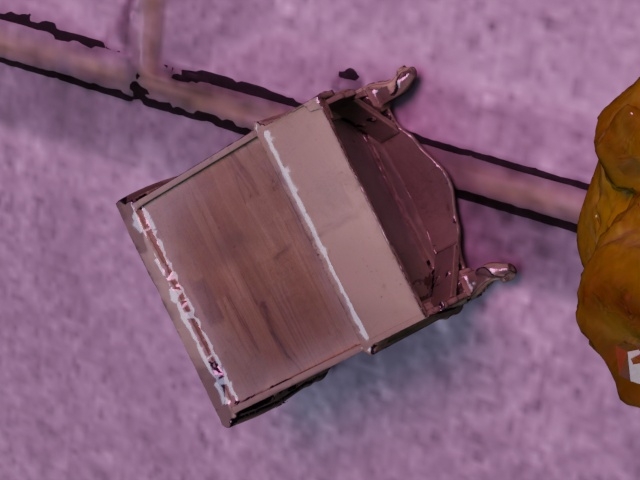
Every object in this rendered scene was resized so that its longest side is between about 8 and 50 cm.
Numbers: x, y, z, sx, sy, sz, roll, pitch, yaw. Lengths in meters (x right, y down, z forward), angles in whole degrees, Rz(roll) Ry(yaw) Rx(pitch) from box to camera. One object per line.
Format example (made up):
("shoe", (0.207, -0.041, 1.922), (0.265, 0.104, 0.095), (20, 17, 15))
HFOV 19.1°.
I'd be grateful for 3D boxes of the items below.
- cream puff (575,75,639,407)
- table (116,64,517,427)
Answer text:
("cream puff", (0.122, 0.004, 0.473), (0.146, 0.116, 0.146), (7, 105, 27))
("table", (0.000, 0.000, 0.575), (0.083, 0.062, 0.079), (-28, 87, 34))
